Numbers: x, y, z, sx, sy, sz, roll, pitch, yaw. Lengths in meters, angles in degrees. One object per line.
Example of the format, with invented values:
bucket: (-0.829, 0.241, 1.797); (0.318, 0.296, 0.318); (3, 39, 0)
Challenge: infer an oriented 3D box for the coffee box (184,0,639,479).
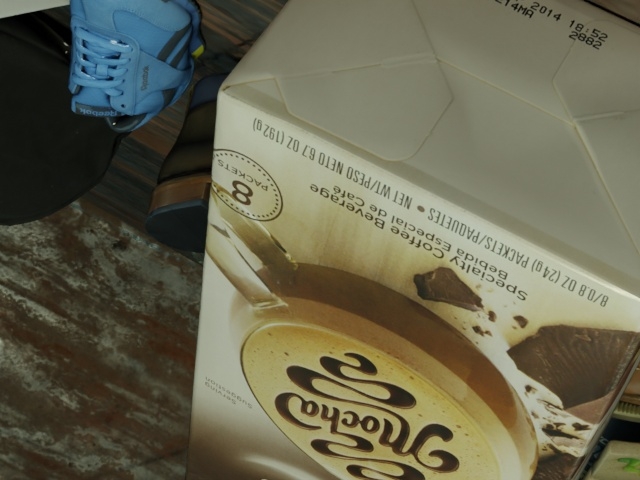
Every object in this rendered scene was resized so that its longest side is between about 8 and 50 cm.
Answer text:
coffee box: (0.047, 0.033, 0.695); (0.168, 0.119, 0.297); (27, 146, 12)

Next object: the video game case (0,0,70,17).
video game case: (-0.307, -0.137, 0.990); (0.285, 0.025, 0.204); (2, -165, 29)

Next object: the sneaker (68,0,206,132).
sneaker: (-0.117, -0.111, 0.992); (0.069, 0.082, 0.209); (30, 173, 6)

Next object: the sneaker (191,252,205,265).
sneaker: (0.000, 0.000, 1.377); (0.130, 0.109, 0.286); (13, 173, 32)

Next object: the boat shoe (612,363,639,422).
boat shoe: (0.094, -0.001, 0.798); (0.307, 0.110, 0.104); (21, 166, 29)

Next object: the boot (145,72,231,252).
boot: (-0.005, -0.063, 0.986); (0.219, 0.106, 0.082); (-8, 150, 29)

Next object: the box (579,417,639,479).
box: (0.170, 0.103, 1.073); (0.233, 0.059, 0.183); (32, 149, -12)

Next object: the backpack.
backpack: (-0.374, -0.136, 1.327); (0.355, 0.273, 0.290); (39, -172, 35)

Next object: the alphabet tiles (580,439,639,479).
alphabet tiles: (0.293, 0.165, 1.003); (0.285, 0.011, 0.342); (5, 158, 1)
